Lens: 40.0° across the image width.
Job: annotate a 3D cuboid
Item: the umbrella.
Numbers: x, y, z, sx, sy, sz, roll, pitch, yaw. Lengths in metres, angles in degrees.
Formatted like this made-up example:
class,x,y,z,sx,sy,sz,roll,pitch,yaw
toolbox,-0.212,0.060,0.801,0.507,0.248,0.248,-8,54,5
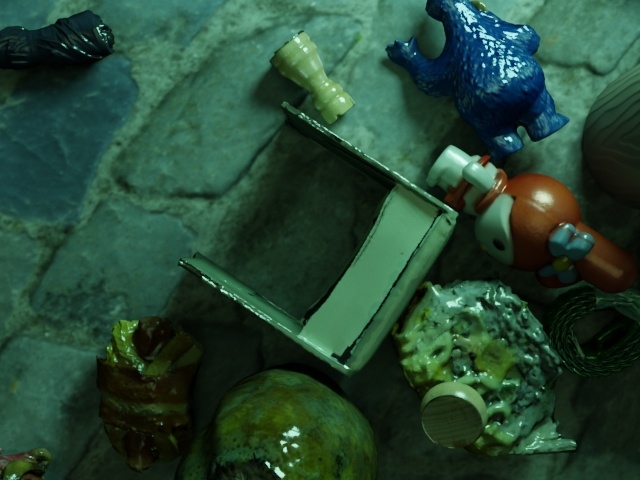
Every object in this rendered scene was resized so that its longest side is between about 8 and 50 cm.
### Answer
class,x,y,z,sx,sy,sz,roll,pitch,yaw
umbrella,-0.402,-0.261,1.201,0.248,0.071,0.071,-9,91,7

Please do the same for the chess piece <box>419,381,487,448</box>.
class,x,y,z,sx,sy,sz,roll,pitch,yaw
chess piece,0.163,0.215,1.083,0.083,0.038,0.084,4,108,11

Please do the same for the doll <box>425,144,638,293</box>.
class,x,y,z,sx,sy,sz,roll,pitch,yaw
doll,0.273,-0.022,1.145,0.290,0.161,0.130,35,81,7

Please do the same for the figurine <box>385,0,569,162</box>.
class,x,y,z,sx,sy,sz,roll,pitch,yaw
figurine,0.216,-0.232,1.161,0.164,0.121,0.262,-42,89,5

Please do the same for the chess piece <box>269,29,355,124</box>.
class,x,y,z,sx,sy,sz,roll,pitch,yaw
chess piece,-0.008,-0.217,1.192,0.066,0.066,0.122,-40,94,1

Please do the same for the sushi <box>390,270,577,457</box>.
class,x,y,z,sx,sy,sz,roll,pitch,yaw
sushi,0.216,0.168,1.162,0.184,0.139,0.274,-35,94,4

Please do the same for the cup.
class,x,y,z,sx,sy,sz,roll,pitch,yaw
cup,0.444,-0.164,1.085,0.208,0.273,0.288,-29,90,1

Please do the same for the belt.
class,x,y,z,sx,sy,sz,roll,pitch,yaw
belt,0.378,0.119,1.189,0.151,0.079,0.121,-24,91,0

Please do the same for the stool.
class,x,y,z,sx,sy,sz,roll,pitch,yaw
stool,0.000,0.000,1.145,0.269,0.170,0.244,33,90,0

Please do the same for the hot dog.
class,x,y,z,sx,sy,sz,roll,pitch,yaw
hot dog,-0.231,0.206,1.184,0.146,0.103,0.213,2,93,0

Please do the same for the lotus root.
class,x,y,z,sx,sy,sz,roll,pitch,yaw
lotus root,-0.047,0.283,1.073,0.250,0.346,0.250,0,89,8

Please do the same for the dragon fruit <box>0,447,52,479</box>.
class,x,y,z,sx,sy,sz,roll,pitch,yaw
dragon fruit,-0.454,0.369,1.181,0.282,0.147,0.211,31,101,3
